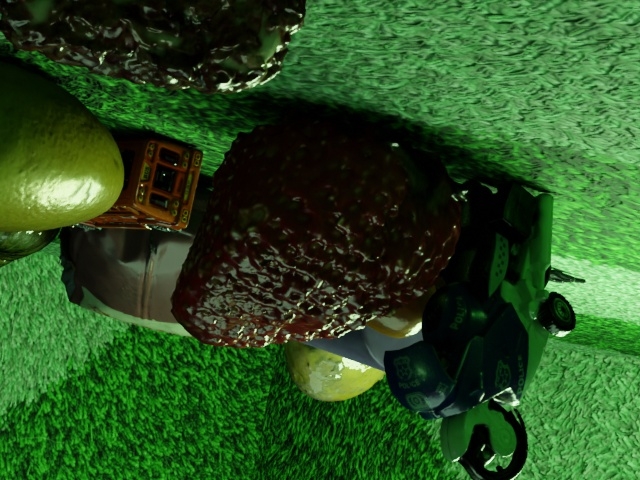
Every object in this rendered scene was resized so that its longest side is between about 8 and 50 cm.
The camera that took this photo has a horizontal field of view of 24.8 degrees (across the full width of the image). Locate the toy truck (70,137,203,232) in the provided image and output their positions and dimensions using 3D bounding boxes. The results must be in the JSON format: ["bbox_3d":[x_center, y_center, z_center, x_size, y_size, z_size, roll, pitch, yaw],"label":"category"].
[{"bbox_3d":[-0.261,-0.074,1.810,0.253,0.107,0.114,2,168,45],"label":"toy truck"}]

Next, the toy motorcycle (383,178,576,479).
[{"bbox_3d":[0.167,0.090,1.556,0.196,0.331,0.125,31,148,-31],"label":"toy motorcycle"}]

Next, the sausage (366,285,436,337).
[{"bbox_3d":[0.014,0.007,1.635,0.274,0.105,0.105,37,171,-3],"label":"sausage"}]

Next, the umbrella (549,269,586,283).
[{"bbox_3d":[0.299,0.038,2.161,0.269,0.044,0.044,5,152,-37],"label":"umbrella"}]

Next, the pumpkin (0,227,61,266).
[{"bbox_3d":[-0.496,-0.060,2.057,0.260,0.189,0.260,-10,165,-3],"label":"pumpkin"}]

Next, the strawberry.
[{"bbox_3d":[-0.002,0.000,1.459,0.261,0.257,0.261,17,167,4],"label":"strawberry"}]

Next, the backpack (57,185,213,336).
[{"bbox_3d":[-0.232,0.003,2.062,0.283,0.197,0.317,8,153,-3],"label":"backpack"}]

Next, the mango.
[{"bbox_3d":[-0.355,-0.089,1.514,0.253,0.182,0.365,5,170,35],"label":"mango"}]

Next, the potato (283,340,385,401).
[{"bbox_3d":[0.041,0.151,2.529,0.229,0.266,0.229,12,177,1],"label":"potato"}]

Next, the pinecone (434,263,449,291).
[{"bbox_3d":[0.184,0.023,1.782,0.140,0.140,0.121,13,145,-13],"label":"pinecone"}]

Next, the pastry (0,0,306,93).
[{"bbox_3d":[-0.116,-0.154,0.992,0.209,0.097,0.115,12,-177,-15],"label":"pastry"}]

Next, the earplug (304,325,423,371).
[{"bbox_3d":[0.017,0.069,2.156,0.215,0.215,0.456,16,175,-33],"label":"earplug"}]
